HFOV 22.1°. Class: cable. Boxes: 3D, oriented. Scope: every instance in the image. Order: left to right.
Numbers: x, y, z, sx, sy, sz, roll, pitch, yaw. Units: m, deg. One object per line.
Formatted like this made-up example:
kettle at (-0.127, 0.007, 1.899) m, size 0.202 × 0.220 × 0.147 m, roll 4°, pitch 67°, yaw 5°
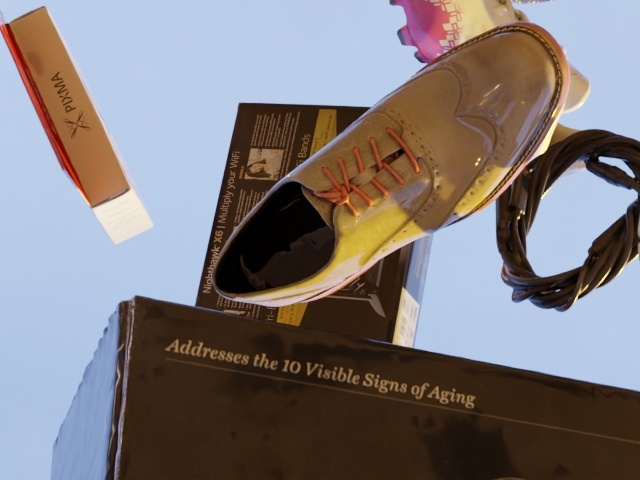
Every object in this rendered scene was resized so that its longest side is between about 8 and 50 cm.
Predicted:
cable at (0.221, -0.014, 1.399) m, size 0.150 × 0.047 × 0.184 m, roll -14°, pitch -136°, yaw 20°

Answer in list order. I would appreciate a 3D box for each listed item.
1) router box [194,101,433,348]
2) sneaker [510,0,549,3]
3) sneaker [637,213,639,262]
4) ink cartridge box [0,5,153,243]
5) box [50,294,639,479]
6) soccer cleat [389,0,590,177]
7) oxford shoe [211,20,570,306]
router box at (0.000, 0.000, 1.854) m, size 0.243 × 0.081 × 0.309 m, roll 5°, pitch -108°, yaw 21°
sneaker at (0.249, -0.309, 1.638) m, size 0.290 × 0.106 × 0.123 m, roll -16°, pitch -90°, yaw -50°
sneaker at (0.274, 0.032, 1.131) m, size 0.068 × 0.071 × 0.170 m, roll -17°, pitch -92°, yaw -45°
ink cartridge box at (-0.296, -0.158, 1.921) m, size 0.060 × 0.239 × 0.275 m, roll -26°, pitch -111°, yaw -4°
box at (0.030, 0.344, 1.239) m, size 0.480 × 0.297 × 0.472 m, roll 12°, pitch -124°, yaw -15°
soccer cleat at (0.168, -0.176, 1.512) m, size 0.143 × 0.331 × 0.116 m, roll -5°, pitch -130°, yaw 22°
oxford shoe at (0.054, -0.047, 1.331) m, size 0.123 × 0.348 × 0.130 m, roll 52°, pitch -155°, yaw 8°
